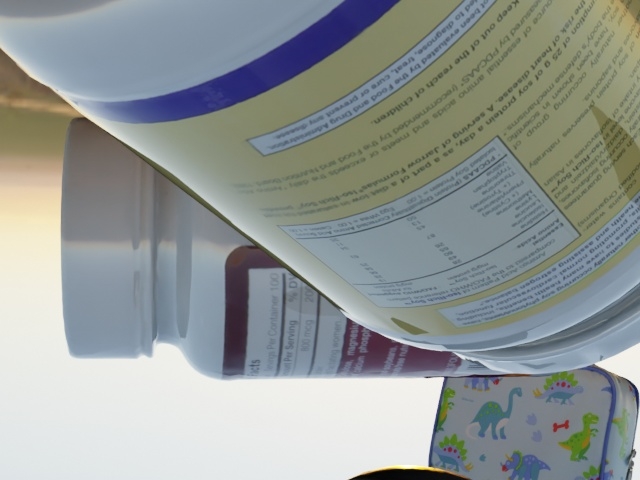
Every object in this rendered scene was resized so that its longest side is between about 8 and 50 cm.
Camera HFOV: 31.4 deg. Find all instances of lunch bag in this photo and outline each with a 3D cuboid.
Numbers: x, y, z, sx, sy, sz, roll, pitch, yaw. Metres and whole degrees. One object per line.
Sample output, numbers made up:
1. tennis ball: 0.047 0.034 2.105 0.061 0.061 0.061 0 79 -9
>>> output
1. lunch bag: 0.235 0.210 1.254 0.219 0.176 0.090 3 168 38

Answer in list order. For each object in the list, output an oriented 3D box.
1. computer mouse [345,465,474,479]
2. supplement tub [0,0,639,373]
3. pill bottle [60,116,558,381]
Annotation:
1. computer mouse: 0.114 0.235 0.704 0.072 0.272 0.188 -43 -172 -36
2. supplement tub: 0.040 -0.094 0.505 0.241 0.241 0.331 2 155 38
3. pill bottle: 0.000 0.000 0.908 0.392 0.224 0.224 1 -178 -8
